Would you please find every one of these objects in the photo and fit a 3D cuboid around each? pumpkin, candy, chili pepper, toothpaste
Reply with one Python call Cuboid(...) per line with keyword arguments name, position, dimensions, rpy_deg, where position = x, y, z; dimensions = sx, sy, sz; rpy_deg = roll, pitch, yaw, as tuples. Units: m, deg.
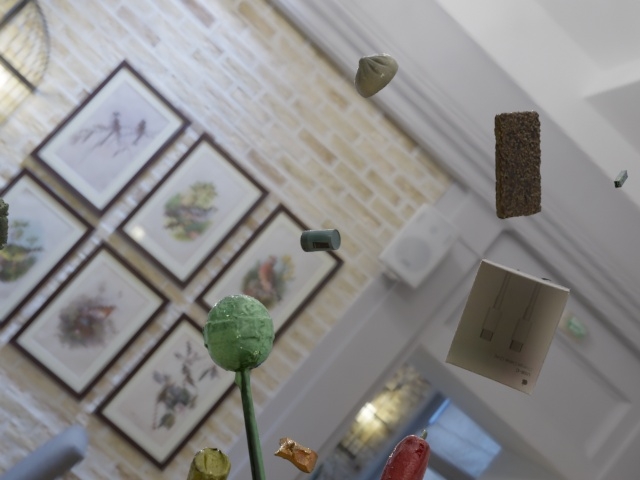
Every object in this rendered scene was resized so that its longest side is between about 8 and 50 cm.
Cuboid(name="pumpkin", position=(-0.053, 0.477, 2.004), dimensions=(0.101, 0.035, 0.073), rpy_deg=(25, 17, 8))
Cuboid(name="candy", position=(-0.115, 0.304, 1.449), dimensions=(0.119, 0.119, 0.440), rpy_deg=(78, 3, -75))
Cuboid(name="chili pepper", position=(0.156, 0.563, 1.997), dimensions=(0.092, 0.368, 0.137), rpy_deg=(36, -24, 1))
Cuboid(name="candy", position=(-0.287, 0.609, 2.179), dimensions=(0.094, 0.199, 0.106), rpy_deg=(20, 28, 1))
Cuboid(name="toothpaste", position=(0.768, -0.157, 2.273), dimensions=(0.017, 0.083, 0.020), rpy_deg=(-5, -70, 33))

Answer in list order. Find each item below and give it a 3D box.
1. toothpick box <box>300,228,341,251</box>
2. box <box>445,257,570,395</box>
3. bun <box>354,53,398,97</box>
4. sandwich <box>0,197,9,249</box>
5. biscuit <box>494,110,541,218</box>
Cuboid(name="toothpick box", position=(0.000, 0.000, 2.093), dimensions=(0.083, 0.052, 0.052), rpy_deg=(-4, -35, 29))
Cuboid(name="box", position=(0.417, 0.188, 1.981), dimensions=(0.203, 0.251, 0.106), rpy_deg=(21, 6, 14))
Cuboid(name="bun", position=(0.141, -0.468, 2.459), dimensions=(0.094, 0.138, 0.138), rpy_deg=(41, -9, -19))
Cuboid(name="sandwich", position=(-0.723, -0.008, 1.616), dimensions=(0.131, 0.325, 0.262), rpy_deg=(47, -5, 20))
Cuboid(name="biscuit", position=(0.428, -0.163, 1.920), dimensions=(0.025, 0.131, 0.231), rpy_deg=(9, -74, 57))
